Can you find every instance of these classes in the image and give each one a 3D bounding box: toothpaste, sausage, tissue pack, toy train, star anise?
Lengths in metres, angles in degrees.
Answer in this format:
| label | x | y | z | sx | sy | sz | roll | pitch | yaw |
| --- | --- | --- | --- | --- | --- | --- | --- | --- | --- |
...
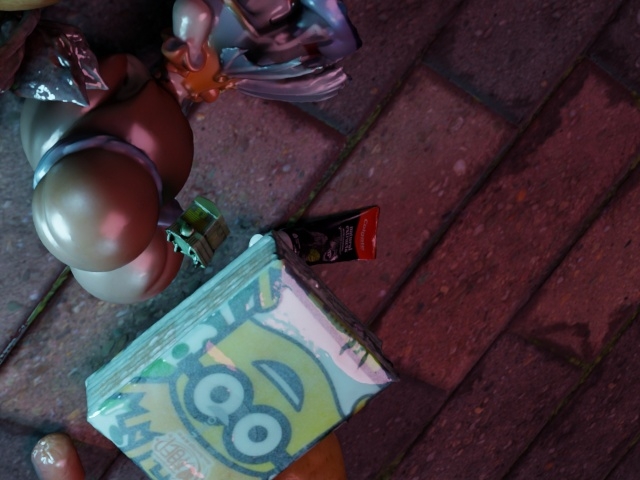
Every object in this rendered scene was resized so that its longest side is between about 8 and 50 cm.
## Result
| label | x | y | z | sx | sy | sz | roll | pitch | yaw |
| --- | --- | --- | --- | --- | --- | --- | --- | --- | --- |
| toothpaste | 0.000 | 0.000 | 2.211 | 0.193 | 0.045 | 0.071 | -7 | 110 | -38 |
| sausage | -0.320 | 0.274 | 2.165 | 0.054 | 0.059 | 0.094 | -24 | 138 | -13 |
| tissue pack | -0.096 | 0.170 | 2.129 | 0.311 | 0.128 | 0.228 | -39 | 113 | 8 |
| toy train | -0.121 | -0.008 | 1.766 | 0.056 | 0.038 | 0.093 | -52 | 168 | -9 |
| star anise | -0.292 | -0.184 | 1.659 | 0.209 | 0.231 | 0.089 | 12 | 100 | -33 |

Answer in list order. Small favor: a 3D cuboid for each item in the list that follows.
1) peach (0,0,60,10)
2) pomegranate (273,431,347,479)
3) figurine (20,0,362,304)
| label | x | y | z | sx | sy | sz | roll | pitch | yaw |
| --- | --- | --- | --- | --- | --- | --- | --- | --- | --- |
| peach | -0.284 | -0.333 | 1.558 | 0.252 | 0.252 | 0.252 | -22 | 135 | -24 |
| pomegranate | -0.066 | 0.317 | 2.312 | 0.209 | 0.209 | 0.209 | -22 | 135 | -24 |
| figurine | -0.143 | -0.134 | 1.847 | 0.388 | 0.248 | 0.276 | -36 | 163 | -5 |
